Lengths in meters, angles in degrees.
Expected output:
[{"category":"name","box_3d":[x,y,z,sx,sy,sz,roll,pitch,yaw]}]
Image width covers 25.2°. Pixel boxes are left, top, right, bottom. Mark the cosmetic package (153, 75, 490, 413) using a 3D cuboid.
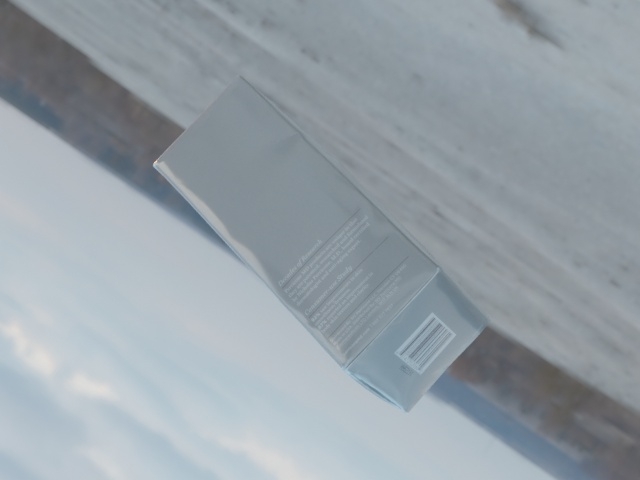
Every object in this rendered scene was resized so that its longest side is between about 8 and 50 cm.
[{"category":"cosmetic package","box_3d":[0.000,0.000,1.044,0.238,0.107,0.127,43,-179,32]}]
